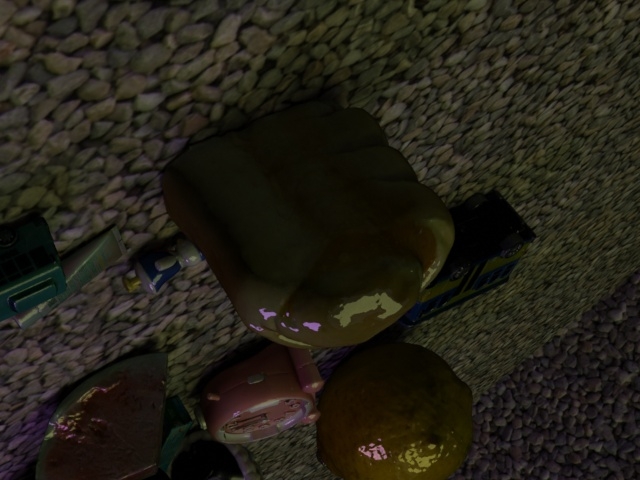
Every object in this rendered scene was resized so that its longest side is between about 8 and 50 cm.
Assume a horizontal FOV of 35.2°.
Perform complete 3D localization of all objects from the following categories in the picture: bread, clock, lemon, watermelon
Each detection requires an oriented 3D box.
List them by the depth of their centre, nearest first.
[{"bbox_3d":[0.000,0.000,1.302,0.301,0.341,0.210,-29,146,-20],"label":"bread"},{"bbox_3d":[-0.348,0.332,1.659,0.260,0.176,0.255,-15,120,-10],"label":"watermelon"},{"bbox_3d":[-0.129,0.296,1.952,0.241,0.142,0.227,-19,153,-12],"label":"clock"},{"bbox_3d":[0.159,0.407,2.273,0.387,0.349,0.350,-24,158,11],"label":"lemon"}]

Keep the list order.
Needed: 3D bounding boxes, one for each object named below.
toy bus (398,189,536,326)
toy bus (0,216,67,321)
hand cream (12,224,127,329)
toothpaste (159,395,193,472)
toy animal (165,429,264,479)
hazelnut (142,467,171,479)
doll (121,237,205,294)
[{"bbox_3d":[0.254,0.033,1.948,0.288,0.138,0.175,-22,152,-30],"label":"toy bus"},{"bbox_3d":[-0.380,0.047,1.188,0.160,0.091,0.079,-26,156,-20],"label":"toy bus"},{"bbox_3d":[-0.331,0.049,1.326,0.174,0.047,0.076,-38,157,-17],"label":"hand cream"},{"bbox_3d":[-0.317,0.403,1.967,0.050,0.065,0.266,-16,150,-37],"label":"toothpaste"},{"bbox_3d":[-0.232,0.490,2.138,0.208,0.155,0.204,-18,159,1],"label":"toy animal"},{"bbox_3d":[-0.421,0.586,1.840,0.421,0.353,0.421,-48,172,-9],"label":"hazelnut"},{"bbox_3d":[-0.213,0.031,1.426,0.143,0.057,0.099,-31,177,-12],"label":"doll"}]
